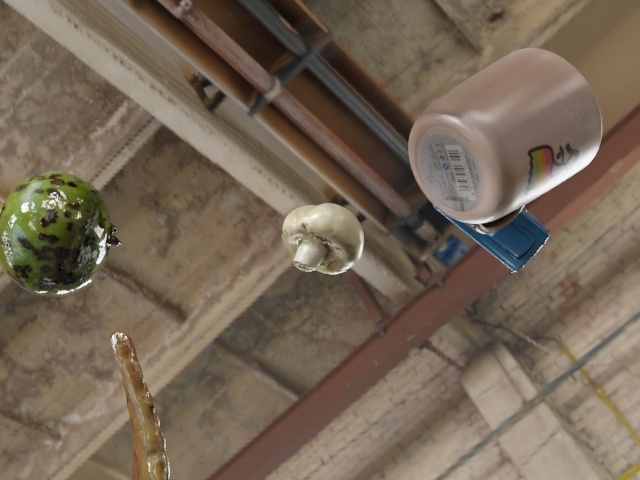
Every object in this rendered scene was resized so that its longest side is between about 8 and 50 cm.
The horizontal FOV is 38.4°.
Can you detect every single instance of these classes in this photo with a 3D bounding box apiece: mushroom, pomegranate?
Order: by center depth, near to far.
[{"bbox_3d":[-0.269,-0.010,0.870,0.162,0.122,0.122,13,-55,9],"label":"pomegranate"},{"bbox_3d":[0.000,0.000,1.588,0.122,0.154,0.154,-60,-44,-28],"label":"mushroom"}]

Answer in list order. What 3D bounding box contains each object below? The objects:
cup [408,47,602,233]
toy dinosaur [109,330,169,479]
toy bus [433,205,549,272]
[{"bbox_3d":[0.240,-0.111,1.260,0.200,0.191,0.252,-32,-39,-30],"label":"cup"},{"bbox_3d":[-0.199,0.170,0.289,0.328,0.206,0.112,-14,-56,10],"label":"toy dinosaur"},{"bbox_3d":[0.263,-0.037,1.427,0.185,0.106,0.090,37,-77,-11],"label":"toy bus"}]
